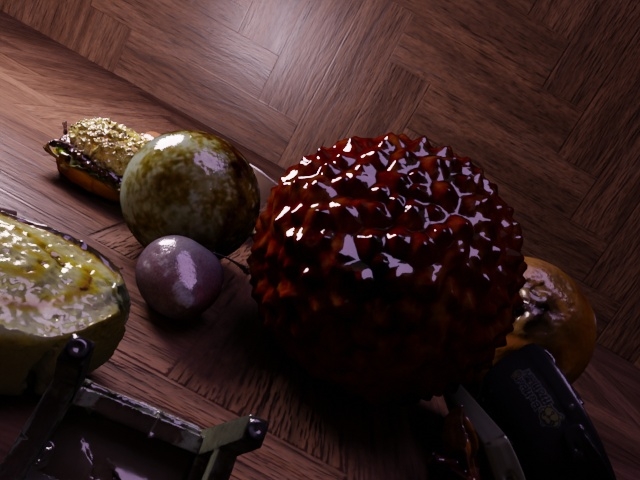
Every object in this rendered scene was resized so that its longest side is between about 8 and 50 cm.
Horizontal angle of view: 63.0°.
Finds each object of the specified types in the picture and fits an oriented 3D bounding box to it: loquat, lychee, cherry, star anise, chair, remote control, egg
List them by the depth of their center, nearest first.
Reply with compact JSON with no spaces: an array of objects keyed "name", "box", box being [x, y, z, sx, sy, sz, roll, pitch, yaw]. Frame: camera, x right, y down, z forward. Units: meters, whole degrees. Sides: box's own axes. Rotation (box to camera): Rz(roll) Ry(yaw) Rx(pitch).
[{"name":"chair","box":[-0.159,0.182,0.379,0.136,0.147,0.270,29,-31,-14]},{"name":"star anise","box":[0.160,0.307,0.698,0.140,0.158,0.144,35,-24,-23]},{"name":"cherry","box":[-0.179,0.068,0.778,0.188,0.115,0.148,29,-8,-29]},{"name":"remote control","box":[0.235,0.285,0.801,0.285,0.038,0.123,-109,179,-83]},{"name":"lychee","box":[0.092,0.028,0.841,0.424,0.424,0.500,24,17,-26]},{"name":"egg","box":[-0.222,-0.072,0.947,0.238,0.238,0.289,33,2,15]},{"name":"loquat","box":[0.446,0.196,1.178,0.328,0.328,0.328,28,12,-7]}]

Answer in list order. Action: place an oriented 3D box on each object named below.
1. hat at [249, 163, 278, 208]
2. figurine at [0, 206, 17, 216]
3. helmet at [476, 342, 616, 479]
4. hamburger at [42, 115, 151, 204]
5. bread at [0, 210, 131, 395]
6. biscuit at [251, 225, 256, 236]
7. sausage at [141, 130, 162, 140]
[{"name":"hat","box":[-0.209,-0.132,1.421,0.203,0.126,0.203,30,-9,5]},{"name":"figurine","box":[-0.439,-0.042,0.589,0.138,0.125,0.125,8,11,5]},{"name":"helmet","box":[0.345,0.312,0.841,0.279,0.160,0.230,-102,167,-48]},{"name":"hamburger","box":[-0.430,-0.169,1.088,0.243,0.138,0.261,29,11,-7]},{"name":"bread","box":[-0.310,0.061,0.496,0.257,0.124,0.186,24,20,-27]},{"name":"biscuit","box":[-0.176,-0.029,1.381,0.083,0.018,0.081,21,15,-32]},{"name":"sausage","box":[-0.339,-0.164,1.314,0.304,0.121,0.121,32,13,9]}]
